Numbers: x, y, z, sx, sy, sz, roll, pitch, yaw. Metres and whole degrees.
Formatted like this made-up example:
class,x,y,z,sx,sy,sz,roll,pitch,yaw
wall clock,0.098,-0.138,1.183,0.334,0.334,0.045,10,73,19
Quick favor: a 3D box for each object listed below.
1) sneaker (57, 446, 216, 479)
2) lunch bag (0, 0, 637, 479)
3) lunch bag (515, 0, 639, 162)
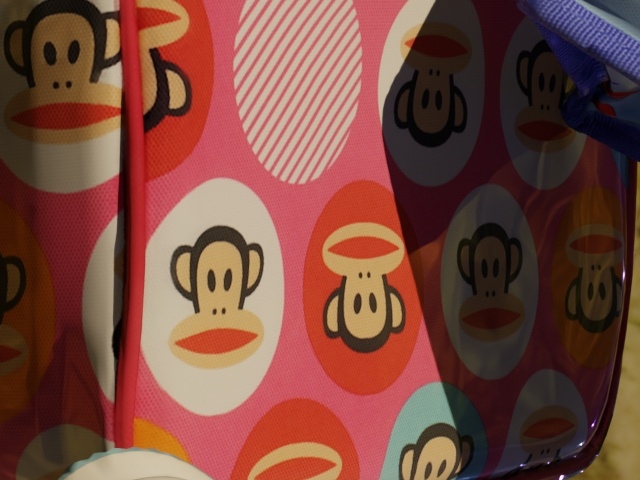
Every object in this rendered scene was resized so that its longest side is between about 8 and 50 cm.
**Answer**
class,x,y,z,sx,sy,sz,roll,pitch,yaw
sneaker,0.026,0.136,0.499,0.228,0.092,0.087,28,94,-20
lunch bag,0.000,0.000,0.648,0.293,0.120,0.258,2,87,-53
lunch bag,0.246,-0.068,0.589,0.221,0.293,0.138,-56,161,-2
